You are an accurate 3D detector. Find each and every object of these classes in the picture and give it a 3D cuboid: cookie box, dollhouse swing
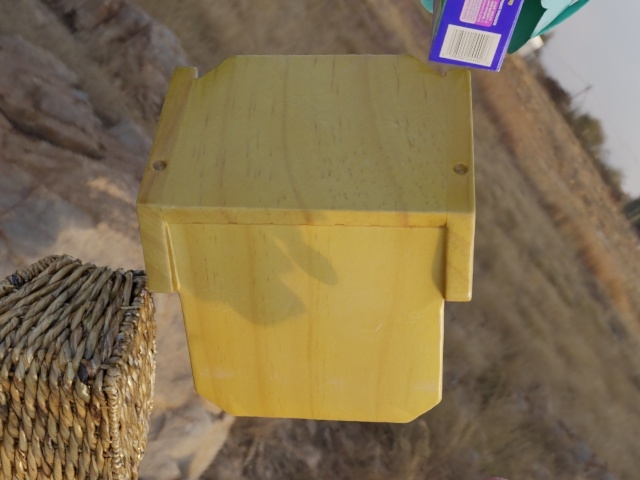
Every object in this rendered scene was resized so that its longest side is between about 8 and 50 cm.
[{"bbox_3d":[0.086,-0.157,0.483,0.092,0.040,0.107,102,-1,-48],"label":"cookie box"},{"bbox_3d":[0.000,0.000,1.096,0.305,0.346,0.315,82,11,-50],"label":"dollhouse swing"}]

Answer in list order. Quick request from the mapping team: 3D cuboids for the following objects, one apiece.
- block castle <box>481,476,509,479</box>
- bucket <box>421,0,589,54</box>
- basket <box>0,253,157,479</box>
[{"bbox_3d":[0.096,0.468,0.880,0.213,0.302,0.454,-30,110,-81],"label":"block castle"},{"bbox_3d":[0.245,-0.400,1.185,0.281,0.183,0.281,45,-20,21],"label":"bucket"},{"bbox_3d":[-0.318,0.161,1.093,0.214,0.222,0.299,-83,180,-49],"label":"basket"}]
